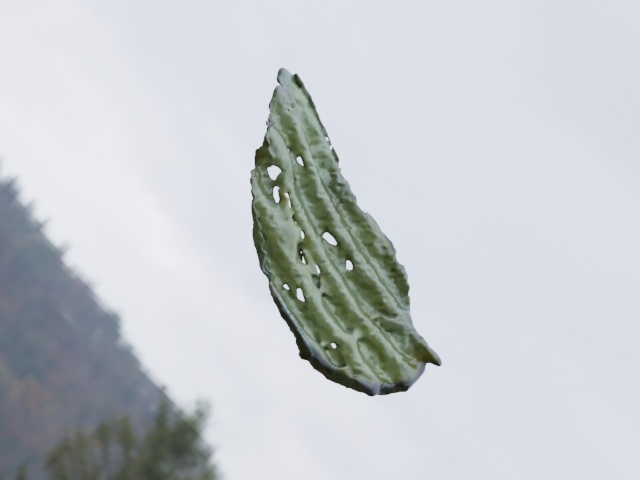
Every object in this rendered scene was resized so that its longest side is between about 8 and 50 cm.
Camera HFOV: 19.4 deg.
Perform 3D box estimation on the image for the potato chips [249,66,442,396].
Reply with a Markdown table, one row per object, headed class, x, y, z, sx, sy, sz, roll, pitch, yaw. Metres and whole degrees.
| class | x | y | z | sx | sy | sz | roll | pitch | yaw |
| --- | --- | --- | --- | --- | --- | --- | --- | --- | --- |
| potato chips | 0.000 | 0.000 | 1.113 | 0.028 | 0.092 | 0.208 | -21 | -85 | 57 |
